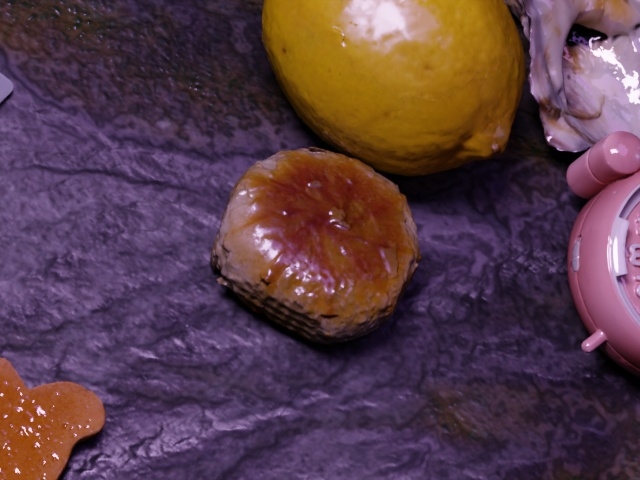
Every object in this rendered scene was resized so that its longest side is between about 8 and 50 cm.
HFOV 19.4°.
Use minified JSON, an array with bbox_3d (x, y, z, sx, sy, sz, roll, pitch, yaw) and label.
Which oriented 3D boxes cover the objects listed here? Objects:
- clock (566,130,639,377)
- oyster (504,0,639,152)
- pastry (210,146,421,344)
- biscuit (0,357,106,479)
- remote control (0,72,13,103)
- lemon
[{"bbox_3d":[0.349,0.038,1.849,0.227,0.142,0.241,9,70,-13],"label":"clock"},{"bbox_3d":[0.277,-0.193,1.963,0.275,0.100,0.271,6,63,-30],"label":"oyster"},{"bbox_3d":[0.000,0.000,1.766,0.192,0.093,0.182,28,55,-2],"label":"pastry"},{"bbox_3d":[-0.288,0.214,1.587,0.165,0.036,0.250,22,54,-6],"label":"biscuit"},{"bbox_3d":[-0.357,-0.101,1.742,0.050,0.027,0.184,37,53,2],"label":"remote control"},{"bbox_3d":[0.069,-0.188,1.814,0.236,0.236,0.263,-29,102,-29],"label":"lemon"}]
